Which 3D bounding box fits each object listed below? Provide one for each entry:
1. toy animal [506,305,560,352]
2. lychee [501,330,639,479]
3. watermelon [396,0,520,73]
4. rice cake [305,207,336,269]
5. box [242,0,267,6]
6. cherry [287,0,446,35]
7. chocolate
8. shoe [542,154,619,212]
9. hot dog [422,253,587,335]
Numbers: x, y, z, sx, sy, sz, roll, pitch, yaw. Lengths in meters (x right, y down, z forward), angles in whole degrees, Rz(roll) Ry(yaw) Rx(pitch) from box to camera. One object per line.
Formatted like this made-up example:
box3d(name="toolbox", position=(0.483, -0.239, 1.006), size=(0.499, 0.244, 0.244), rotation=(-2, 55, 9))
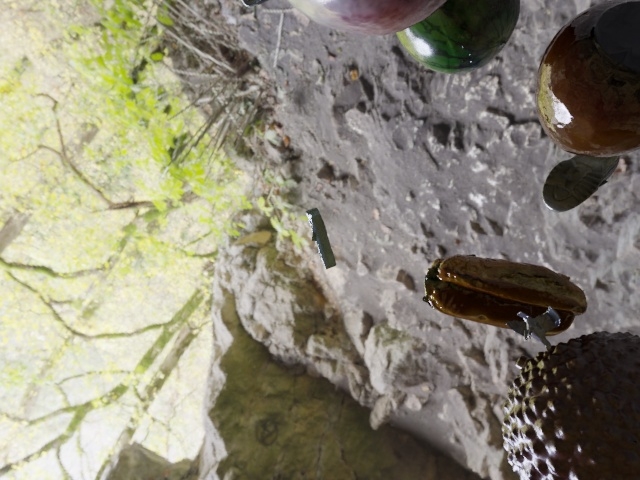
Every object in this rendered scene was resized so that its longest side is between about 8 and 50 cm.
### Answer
box3d(name="toy animal", position=(0.248, 0.105, 0.596), size=(0.028, 0.050, 0.084), rotation=(-4, 162, -17))
box3d(name="lychee", position=(0.383, 0.250, 0.678), size=(0.304, 0.275, 0.276), rotation=(44, 175, 43))
box3d(name="watermelon", position=(0.360, -0.630, 1.403), size=(0.362, 0.364, 0.363), rotation=(17, 155, 8))
box3d(name="rice cake", position=(0.000, 0.000, 1.216), size=(0.042, 0.030, 0.180), rotation=(-23, 132, -5))
box3d(name="box", position=(-0.227, -0.912, 1.714), size=(0.162, 0.130, 0.227), rotation=(-12, 133, 27))
box3d(name="cherry", position=(0.051, -0.449, 0.733), size=(0.326, 0.335, 0.292), rotation=(37, 127, 14))
box3d(name="chocolate", position=(0.318, -0.169, 0.566), size=(0.176, 0.177, 0.177), rotation=(17, 155, 8))
box3d(name="shoe", position=(0.420, -0.102, 0.820), size=(0.071, 0.169, 0.099), rotation=(39, 178, 31))
box3d(name="hot dog", position=(0.276, 0.077, 0.768), size=(0.268, 0.072, 0.115), rotation=(16, 136, -18))
